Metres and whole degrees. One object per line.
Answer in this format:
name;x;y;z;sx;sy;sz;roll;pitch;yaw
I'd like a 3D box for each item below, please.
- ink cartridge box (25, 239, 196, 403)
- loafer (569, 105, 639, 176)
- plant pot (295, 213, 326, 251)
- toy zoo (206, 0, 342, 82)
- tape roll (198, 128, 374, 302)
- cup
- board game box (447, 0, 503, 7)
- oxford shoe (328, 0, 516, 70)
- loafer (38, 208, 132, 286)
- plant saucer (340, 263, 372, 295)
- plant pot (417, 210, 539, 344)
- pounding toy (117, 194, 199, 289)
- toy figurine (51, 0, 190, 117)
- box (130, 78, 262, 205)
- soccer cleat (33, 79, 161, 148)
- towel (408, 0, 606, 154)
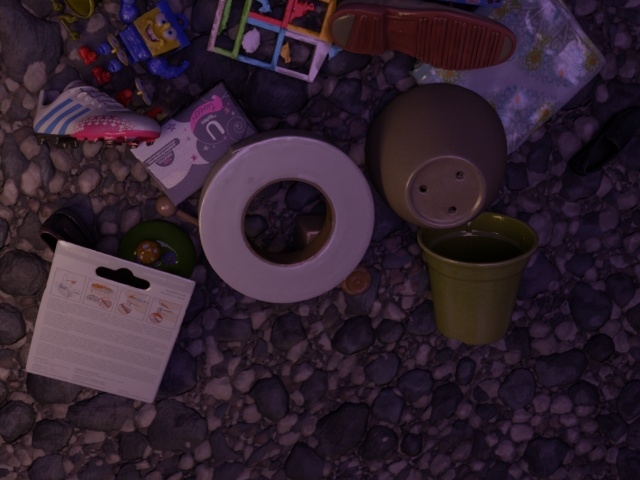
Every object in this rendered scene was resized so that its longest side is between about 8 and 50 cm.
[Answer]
ink cartridge box;-0.478;0.179;1.640;0.308;0.091;0.385;18;118;-11
loafer;0.711;-0.238;1.749;0.223;0.078;0.076;-43;107;5
plant pot;0.000;0.000;1.705;0.109;0.096;0.109;-4;105;-7
toy zoo;-0.087;-0.473;1.599;0.293;0.030;0.192;14;103;-12
tape roll;-0.075;-0.050;1.572;0.392;0.072;0.391;-4;112;-10
cup;0.263;-0.152;1.586;0.331;0.237;0.331;1;119;3
board game box;0.279;-0.577;1.523;0.212;0.039;0.160;4;64;-8
oxford shoe;0.223;-0.472;1.539;0.397;0.146;0.140;12;141;4
loafer;-0.536;0.074;1.639;0.109;0.095;0.302;-24;109;23
plant saucer;0.090;0.100;1.788;0.084;0.015;0.083;-2;106;-8
plant pot;0.369;0.100;1.717;0.276;0.276;0.253;-6;117;-6
pounding toy;-0.365;0.031;1.656;0.183;0.110;0.237;37;98;-16
toy figurine;-0.394;-0.451;1.534;0.217;0.191;0.362;-37;105;-28
box;-0.269;-0.221;1.584;0.247;0.142;0.163;-36;107;2
soccer cleat;-0.474;-0.267;1.493;0.331;0.116;0.143;4;92;27
towel;0.437;-0.402;1.662;0.374;0.090;0.320;-43;106;5
